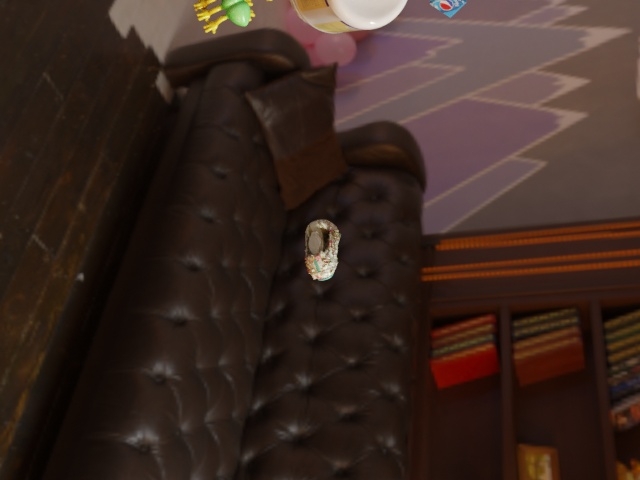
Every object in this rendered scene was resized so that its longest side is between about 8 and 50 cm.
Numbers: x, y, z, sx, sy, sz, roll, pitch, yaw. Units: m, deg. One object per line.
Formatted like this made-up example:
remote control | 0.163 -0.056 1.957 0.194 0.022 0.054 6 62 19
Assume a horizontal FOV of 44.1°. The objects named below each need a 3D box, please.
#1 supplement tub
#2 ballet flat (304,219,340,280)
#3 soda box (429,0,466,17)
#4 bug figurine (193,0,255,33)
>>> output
supplement tub | 0.065 -0.674 2.086 0.331 0.241 0.241 -152 -132 -65
ballet flat | 0.000 0.000 1.863 0.241 0.091 0.077 -97 164 -58
soda box | 0.346 -0.683 2.052 0.071 0.067 0.210 28 57 -18
bug figurine | -0.110 -0.429 1.138 0.279 0.072 0.216 -32 103 -28
